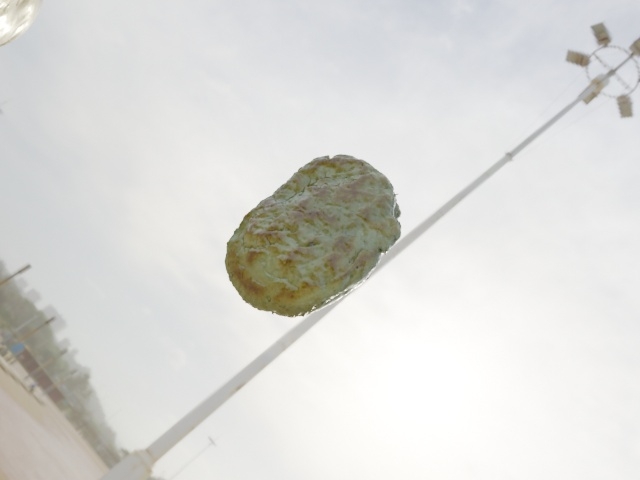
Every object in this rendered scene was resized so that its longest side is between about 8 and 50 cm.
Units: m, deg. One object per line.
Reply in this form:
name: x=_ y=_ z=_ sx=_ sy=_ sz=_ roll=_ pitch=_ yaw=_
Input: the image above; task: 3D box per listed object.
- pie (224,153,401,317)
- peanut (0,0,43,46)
pie: x=0.000 y=0.000 z=0.818 sx=0.201 sy=0.248 sz=0.090 roll=33 pitch=-24 yaw=36
peanut: x=-0.346 y=-0.253 z=0.546 sx=0.169 sy=0.192 sz=0.387 roll=29 pitch=-3 yaw=-13
